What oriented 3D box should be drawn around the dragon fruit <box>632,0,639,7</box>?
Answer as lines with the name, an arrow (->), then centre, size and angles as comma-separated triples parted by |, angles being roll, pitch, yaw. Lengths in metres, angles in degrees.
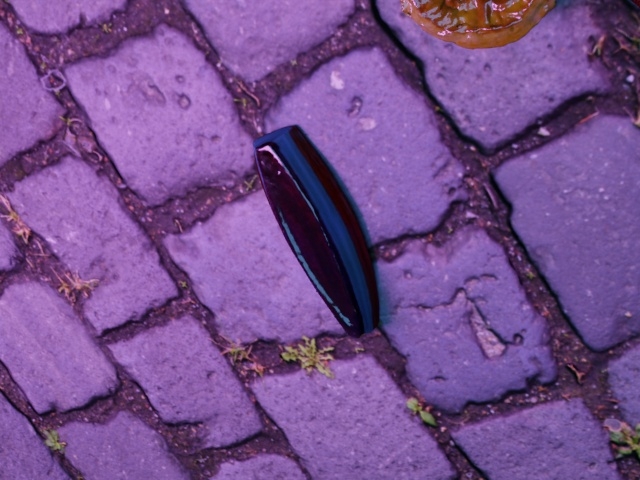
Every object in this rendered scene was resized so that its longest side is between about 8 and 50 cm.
dragon fruit -> 0.493, -0.326, 1.208 | 0.161, 0.120, 0.127 | 37, 84, -33

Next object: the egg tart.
egg tart -> 0.212, -0.376, 1.252 | 0.241, 0.106, 0.241 | 8, 123, 12

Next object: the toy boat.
toy boat -> 0.000, 0.000, 1.563 | 0.136, 0.079, 0.392 | -17, 109, 28
